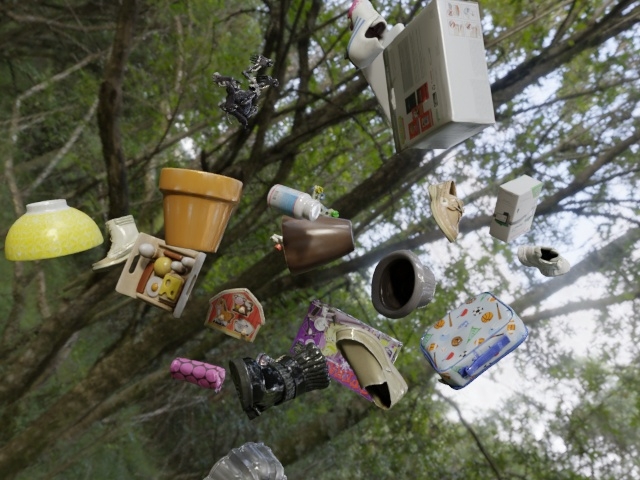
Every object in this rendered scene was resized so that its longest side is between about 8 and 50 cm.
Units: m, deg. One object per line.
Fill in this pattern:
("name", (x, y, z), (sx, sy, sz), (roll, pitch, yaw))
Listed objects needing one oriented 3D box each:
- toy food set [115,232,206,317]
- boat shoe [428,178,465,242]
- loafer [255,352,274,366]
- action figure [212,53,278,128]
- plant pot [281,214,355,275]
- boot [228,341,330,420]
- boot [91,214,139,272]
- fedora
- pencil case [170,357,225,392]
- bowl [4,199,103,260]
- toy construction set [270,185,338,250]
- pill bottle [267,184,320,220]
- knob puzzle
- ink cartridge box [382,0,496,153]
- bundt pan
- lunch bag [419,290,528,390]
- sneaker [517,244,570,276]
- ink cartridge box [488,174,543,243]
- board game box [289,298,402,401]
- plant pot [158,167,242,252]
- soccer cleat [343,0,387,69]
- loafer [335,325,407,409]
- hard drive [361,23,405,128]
("toy food set", (-0.528, 0.107, 1.846), (0.306, 0.220, 0.092), (15, -10, 35))
("boat shoe", (0.489, -0.127, 2.150), (0.121, 0.110, 0.341), (51, 24, -33))
("loafer", (-0.172, 0.458, 1.911), (0.095, 0.109, 0.302), (17, -26, 6))
("action figure", (-0.247, -0.455, 1.747), (0.141, 0.276, 0.164), (4, -46, 35))
("plant pot", (0.000, 0.000, 1.967), (0.215, 0.230, 0.215), (-9, 90, -84))
("boot", (-0.104, 0.361, 1.532), (0.348, 0.260, 0.131), (94, -27, -64))
("boot", (-0.766, 0.012, 2.088), (0.165, 0.213, 0.077), (63, -16, 4))
("fedora", (0.306, 0.160, 1.985), (0.275, 0.124, 0.244), (-25, -122, 57))
("pencil case", (-0.486, 0.532, 2.228), (0.095, 0.209, 0.098), (-62, 162, -50))
("bowl", (-0.855, -0.045, 1.790), (0.289, 0.289, 0.156), (-143, -135, -74))
("toy construction set", (-0.053, -0.058, 2.443), (0.215, 0.328, 0.151), (45, -6, -29))
("pill bottle", (-0.083, -0.116, 1.782), (0.160, 0.087, 0.087), (21, -26, 27))
("knob puzzle", (-0.269, 0.234, 1.801), (0.213, 0.213, 0.030), (62, 20, -21))
("ink cartridge box", (0.289, -0.401, 1.437), (0.272, 0.130, 0.309), (159, -73, -66))
("bundt pan", (-0.238, 0.829, 1.816), (0.124, 0.331, 0.331), (23, -30, 40))
("lunch bag", (0.448, 0.300, 1.674), (0.115, 0.303, 0.243), (48, 4, -20))
("sneaker", (0.815, 0.072, 1.994), (0.115, 0.232, 0.090), (-18, -120, 60))
("ink cartridge box", (0.743, -0.119, 2.152), (0.092, 0.160, 0.219), (36, -43, 39))
("board game box", (0.078, 0.359, 1.882), (0.347, 0.208, 0.056), (24, 3, 30))
("plant pot", (-0.312, -0.070, 1.425), (0.205, 0.205, 0.188), (176, -78, -83))
("soccer cleat", (0.164, -0.689, 1.821), (0.116, 0.143, 0.331), (32, 49, -33))
("loafer", (0.130, 0.332, 1.453), (0.268, 0.102, 0.092), (50, 37, -15))
("hard drive", (0.265, -0.534, 1.898), (0.203, 0.040, 0.307), (-30, -96, 41))
